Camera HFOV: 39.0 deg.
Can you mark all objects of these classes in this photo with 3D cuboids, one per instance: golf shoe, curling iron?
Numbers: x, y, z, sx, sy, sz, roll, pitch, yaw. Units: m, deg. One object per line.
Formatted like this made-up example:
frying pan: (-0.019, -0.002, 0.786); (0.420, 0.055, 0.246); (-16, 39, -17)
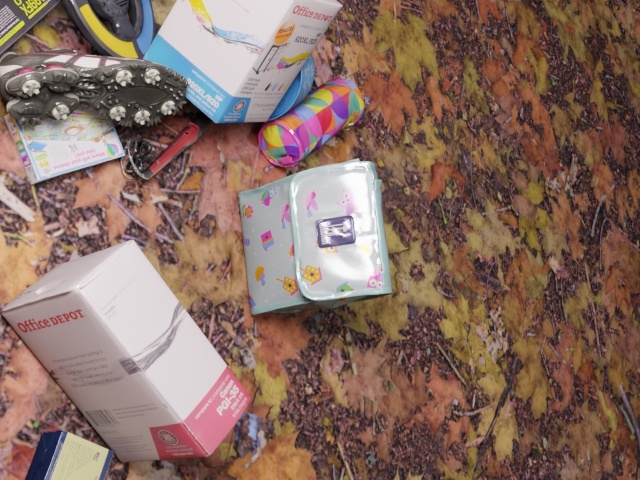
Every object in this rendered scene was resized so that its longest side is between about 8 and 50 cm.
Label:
golf shoe: (-0.321, -0.233, 1.289); (0.273, 0.105, 0.120); (-3, 41, -34)
curling iron: (-0.219, -0.180, 1.454); (0.274, 0.035, 0.068); (-43, 108, -39)

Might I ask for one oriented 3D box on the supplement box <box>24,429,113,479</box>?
supplement box: (-0.336, 0.306, 1.202); (0.083, 0.056, 0.083); (34, 57, -34)

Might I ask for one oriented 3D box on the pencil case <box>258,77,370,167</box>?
pencil case: (-0.009, -0.215, 1.642); (0.236, 0.104, 0.104); (-38, 106, -42)

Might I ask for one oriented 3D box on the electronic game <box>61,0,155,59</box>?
electronic game: (-0.321, -0.375, 1.359); (0.229, 0.048, 0.229); (47, 36, -49)

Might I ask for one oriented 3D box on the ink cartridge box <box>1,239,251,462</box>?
ink cartridge box: (-0.259, 0.155, 1.211); (0.283, 0.207, 0.117); (57, 46, -18)

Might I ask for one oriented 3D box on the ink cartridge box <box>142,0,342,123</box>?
ink cartridge box: (-0.118, -0.324, 1.401); (0.168, 0.233, 0.171); (42, 22, 14)

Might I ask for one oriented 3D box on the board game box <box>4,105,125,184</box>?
board game box: (-0.369, -0.151, 1.313); (0.154, 0.026, 0.103); (-25, 97, -46)

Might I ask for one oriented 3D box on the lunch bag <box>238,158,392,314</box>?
lunch bag: (0.000, 0.000, 1.474); (0.160, 0.262, 0.223); (2, 79, -45)

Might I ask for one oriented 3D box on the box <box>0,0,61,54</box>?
box: (-0.501, -0.335, 1.206); (0.216, 0.060, 0.270); (50, 49, -24)

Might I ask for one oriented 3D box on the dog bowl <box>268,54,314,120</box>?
dog bowl: (-0.105, -0.353, 1.542); (0.074, 0.166, 0.297); (-23, 96, -57)
